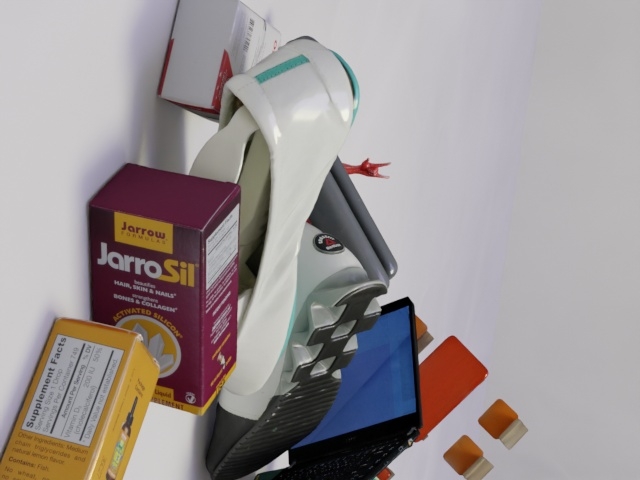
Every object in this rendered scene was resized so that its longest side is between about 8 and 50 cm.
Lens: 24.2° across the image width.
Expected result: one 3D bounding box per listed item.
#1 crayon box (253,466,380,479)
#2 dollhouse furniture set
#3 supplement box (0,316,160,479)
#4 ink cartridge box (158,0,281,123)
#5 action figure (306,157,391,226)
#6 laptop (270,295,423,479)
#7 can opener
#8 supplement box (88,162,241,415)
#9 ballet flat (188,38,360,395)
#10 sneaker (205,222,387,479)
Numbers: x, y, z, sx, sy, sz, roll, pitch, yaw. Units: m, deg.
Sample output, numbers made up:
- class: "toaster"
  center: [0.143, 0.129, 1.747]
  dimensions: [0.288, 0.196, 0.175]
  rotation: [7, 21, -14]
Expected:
- class: "crayon box"
  center: [-0.042, 0.391, 1.736]
  dimensions: [0.081, 0.165, 0.278]
  rotation: [47, 46, -25]
- class: "dollhouse furniture set"
  center: [0.127, 0.253, 2.169]
  dimensions: [0.259, 0.262, 0.135]
  rotation: [-45, 160, -1]
- class: "supplement box"
  center: [-0.201, 0.181, 1.158]
  dimensions: [0.078, 0.080, 0.233]
  rotation: [74, 33, -63]
- class: "ink cartridge box"
  center: [-0.088, -0.158, 1.339]
  dimensions: [0.135, 0.056, 0.099]
  rotation: [20, 83, -75]
- class: "action figure"
  center: [0.000, 0.000, 1.669]
  dimensions: [0.091, 0.139, 0.280]
  rotation: [-62, 156, -50]
- class: "laptop"
  center: [-0.014, 0.205, 1.692]
  dimensions: [0.264, 0.234, 0.137]
  rotation: [-35, 97, -45]
- class: "can opener"
  center: [0.010, -0.070, 1.549]
  dimensions: [0.280, 0.093, 0.074]
  rotation: [65, 28, -16]
- class: "supplement box"
  center: [-0.129, 0.041, 1.253]
  dimensions: [0.081, 0.104, 0.188]
  rotation: [-55, 153, -54]
- class: "ballet flat"
  center: [-0.082, -0.004, 1.341]
  dimensions: [0.139, 0.139, 0.400]
  rotation: [-59, 171, -51]
- class: "sneaker"
  center: [-0.053, 0.117, 1.600]
  dimensions: [0.122, 0.146, 0.330]
  rotation: [-8, 137, -47]
